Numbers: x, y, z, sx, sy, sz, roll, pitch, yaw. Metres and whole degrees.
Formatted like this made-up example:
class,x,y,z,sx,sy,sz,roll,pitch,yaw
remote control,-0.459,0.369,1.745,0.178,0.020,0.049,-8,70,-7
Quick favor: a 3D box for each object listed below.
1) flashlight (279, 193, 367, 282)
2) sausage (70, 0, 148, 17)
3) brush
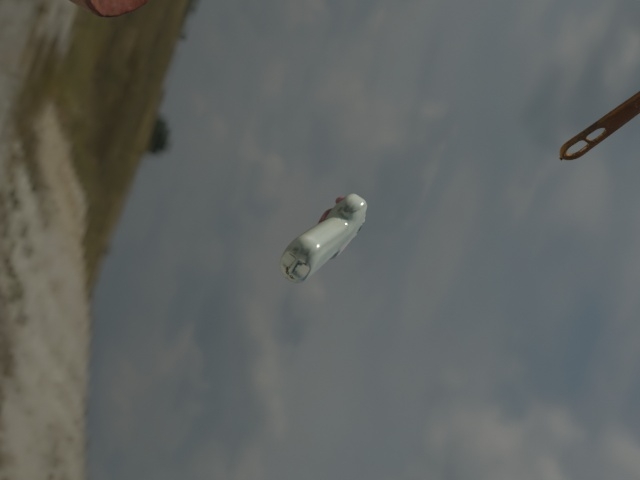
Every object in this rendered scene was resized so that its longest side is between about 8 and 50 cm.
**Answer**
class,x,y,z,sx,sy,sz,roll,pitch,yaw
flashlight,0.000,0.000,2.338,0.093,0.047,0.200,-59,171,27
sausage,-0.290,-0.330,2.039,0.113,0.259,0.113,-34,142,-32
brush,0.412,-0.187,2.279,0.314,0.090,0.017,-36,-124,21
